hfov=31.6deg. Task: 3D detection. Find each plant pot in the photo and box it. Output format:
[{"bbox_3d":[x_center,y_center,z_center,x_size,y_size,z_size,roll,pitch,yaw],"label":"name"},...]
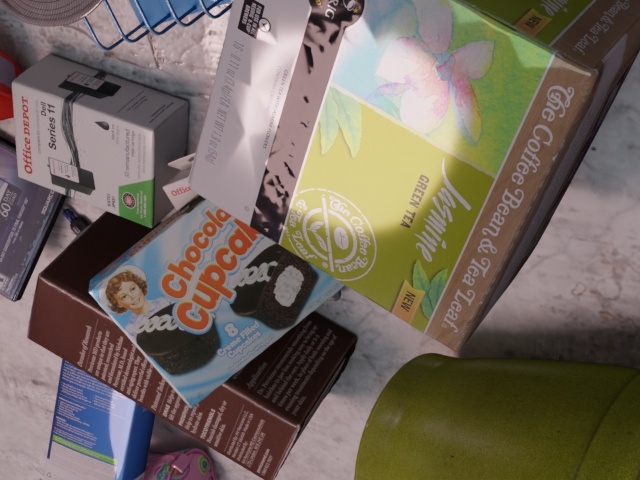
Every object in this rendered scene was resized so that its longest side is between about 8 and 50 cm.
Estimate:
[{"bbox_3d":[0.242,0.286,1.292,0.353,0.366,0.366,13,129,35],"label":"plant pot"}]

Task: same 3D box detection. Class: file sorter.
[{"bbox_3d":[-0.181,-0.290,1.244,0.170,0.104,0.118,-8,117,34],"label":"file sorter"}]

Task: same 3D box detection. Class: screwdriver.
[{"bbox_3d":[-0.365,-0.053,1.572,0.170,0.024,0.025,50,160,-8],"label":"screwdriver"}]

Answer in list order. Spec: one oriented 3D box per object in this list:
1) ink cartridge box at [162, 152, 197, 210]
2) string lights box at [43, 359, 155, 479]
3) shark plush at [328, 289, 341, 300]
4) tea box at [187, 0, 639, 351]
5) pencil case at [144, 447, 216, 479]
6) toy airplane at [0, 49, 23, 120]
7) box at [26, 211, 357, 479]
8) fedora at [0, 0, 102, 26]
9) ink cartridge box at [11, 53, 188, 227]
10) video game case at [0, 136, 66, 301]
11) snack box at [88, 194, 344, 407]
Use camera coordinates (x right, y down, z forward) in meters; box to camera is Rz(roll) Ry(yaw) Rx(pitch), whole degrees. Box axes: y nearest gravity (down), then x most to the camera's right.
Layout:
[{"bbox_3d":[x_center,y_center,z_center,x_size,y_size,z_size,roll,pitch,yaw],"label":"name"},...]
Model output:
[{"bbox_3d":[-0.114,-0.054,1.385,0.092,0.090,0.143,-16,112,36],"label":"ink cartridge box"},{"bbox_3d":[-0.313,0.241,1.650,0.133,0.077,0.260,17,104,18],"label":"string lights box"},{"bbox_3d":[0.000,0.000,1.408,0.067,0.073,0.161,7,106,1],"label":"shark plush"},{"bbox_3d":[0.089,-0.138,1.050,0.323,0.220,0.329,30,132,14],"label":"tea box"},{"bbox_3d":[-0.301,0.389,1.788,0.284,0.124,0.124,-8,118,35],"label":"pencil case"},{"bbox_3d":[-0.587,-0.214,1.337,0.386,0.384,0.272,43,142,-3],"label":"toy airplane"},{"bbox_3d":[-0.169,0.128,1.479,0.381,0.191,0.143,31,132,6],"label":"box"},{"bbox_3d":[-0.322,-0.369,1.180,0.243,0.124,0.275,13,99,33],"label":"fedora"},{"bbox_3d":[-0.279,-0.126,1.426,0.208,0.087,0.153,20,129,17],"label":"ink cartridge box"},{"bbox_3d":[-0.499,-0.064,1.575,0.274,0.026,0.196,28,102,8],"label":"video game case"},{"bbox_3d":[-0.085,0.022,1.311,0.322,0.060,0.187,-39,106,0],"label":"snack box"}]
